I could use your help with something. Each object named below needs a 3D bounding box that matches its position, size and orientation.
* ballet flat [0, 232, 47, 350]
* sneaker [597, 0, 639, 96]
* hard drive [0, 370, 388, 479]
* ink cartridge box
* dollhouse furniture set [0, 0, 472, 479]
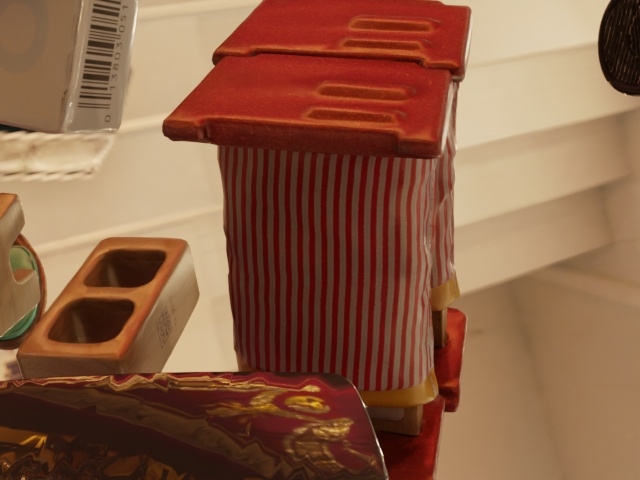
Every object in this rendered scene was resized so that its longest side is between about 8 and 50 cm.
[{"bbox_3d":[-0.411,0.036,1.642,0.106,0.107,0.316,84,-16,-51],"label":"ballet flat"},{"bbox_3d":[0.341,-0.141,0.811,0.295,0.178,0.124,-5,-93,59],"label":"sneaker"},{"bbox_3d":[-0.103,0.099,0.509,0.172,0.254,0.054,86,-1,-69],"label":"hard drive"},{"bbox_3d":[-0.309,-0.264,0.965,0.385,0.091,0.308,13,-80,20],"label":"ink cartridge box"},{"bbox_3d":[-0.111,-0.006,0.647,0.374,0.152,0.201,4,-58,14],"label":"dollhouse furniture set"}]
